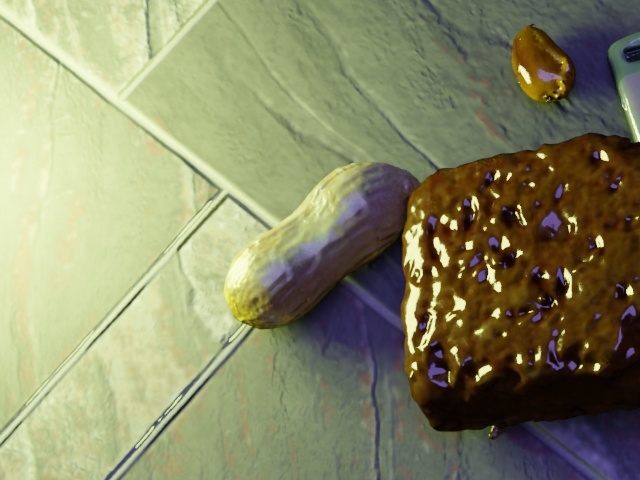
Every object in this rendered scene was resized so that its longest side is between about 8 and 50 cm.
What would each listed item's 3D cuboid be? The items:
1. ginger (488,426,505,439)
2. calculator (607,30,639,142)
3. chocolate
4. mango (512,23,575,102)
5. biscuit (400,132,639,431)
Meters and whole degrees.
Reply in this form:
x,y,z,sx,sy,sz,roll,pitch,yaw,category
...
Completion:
x,y,z,sx,sy,sz,roll,pitch,yaw,category
0.225,0.209,1.963,0.048,0.030,0.097,19,77,-7,ginger
0.482,-0.196,2.065,0.141,0.045,0.246,-14,67,4,calculator
0.000,0.000,2.027,0.309,0.134,0.134,-37,68,-5,chocolate
0.307,-0.244,2.104,0.077,0.063,0.127,-27,62,4,mango
0.285,0.049,1.873,0.395,0.166,0.342,-14,57,29,biscuit
